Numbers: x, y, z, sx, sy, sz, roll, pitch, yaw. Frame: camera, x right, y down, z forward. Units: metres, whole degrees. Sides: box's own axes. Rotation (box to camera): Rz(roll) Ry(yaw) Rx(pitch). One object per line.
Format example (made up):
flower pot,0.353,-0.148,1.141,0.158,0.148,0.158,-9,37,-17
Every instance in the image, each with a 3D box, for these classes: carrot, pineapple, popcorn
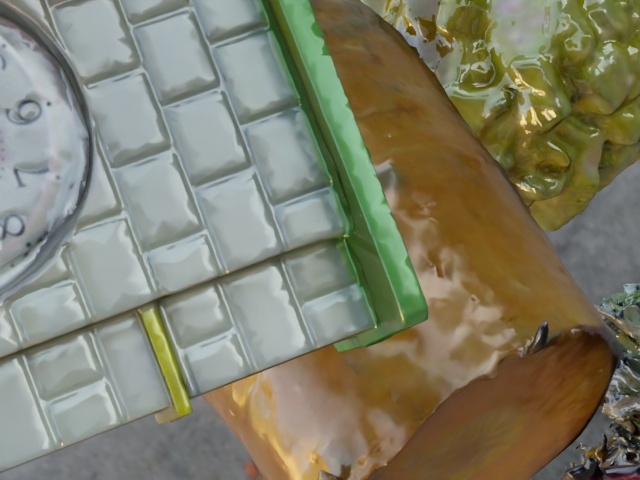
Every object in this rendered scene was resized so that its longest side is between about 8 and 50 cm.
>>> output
carrot,0.000,0.000,0.911,0.224,0.224,0.341,-42,59,4
pineapple,0.339,0.180,1.704,0.262,0.272,0.262,-8,14,2
popcorn,0.144,-0.124,1.260,0.259,0.259,0.212,-11,56,32

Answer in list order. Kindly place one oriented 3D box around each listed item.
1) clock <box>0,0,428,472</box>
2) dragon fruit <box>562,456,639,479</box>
clock,-0.125,-0.025,0.563,0.255,0.220,0.106,-21,-3,-15
dragon fruit,0.333,0.188,1.038,0.343,0.282,0.100,-6,76,14
